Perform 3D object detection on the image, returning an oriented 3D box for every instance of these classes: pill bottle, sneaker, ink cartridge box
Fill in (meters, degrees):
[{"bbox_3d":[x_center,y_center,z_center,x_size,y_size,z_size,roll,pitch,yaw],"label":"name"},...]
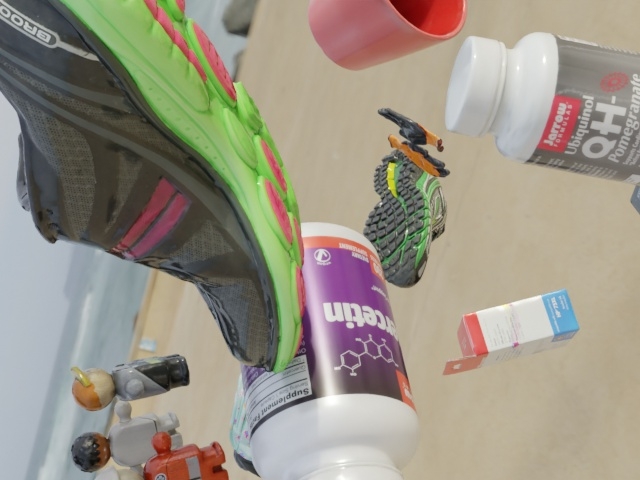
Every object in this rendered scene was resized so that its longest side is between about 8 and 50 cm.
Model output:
[{"bbox_3d":[0.338,-0.180,1.266,0.176,0.318,0.176,-170,90,-85],"label":"pill bottle"},{"bbox_3d":[0.004,0.150,1.033,0.181,0.181,0.323,118,149,-45],"label":"pill bottle"},{"bbox_3d":[-0.152,-0.061,0.831,0.185,0.202,0.483,-94,-21,-53],"label":"sneaker"},{"bbox_3d":[0.175,-0.035,1.689,0.134,0.146,0.344,-29,28,31],"label":"sneaker"},{"bbox_3d":[0.317,0.163,1.637,0.134,0.231,0.078,80,175,-71],"label":"ink cartridge box"}]

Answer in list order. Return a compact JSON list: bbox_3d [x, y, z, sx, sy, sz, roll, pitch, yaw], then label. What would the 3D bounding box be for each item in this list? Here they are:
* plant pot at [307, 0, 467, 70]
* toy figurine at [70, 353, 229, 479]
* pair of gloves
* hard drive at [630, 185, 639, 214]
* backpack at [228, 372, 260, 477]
[{"bbox_3d":[0.121,-0.486,1.932,0.243,0.275,0.275,-23,51,47],"label":"plant pot"},{"bbox_3d":[-0.209,0.253,1.074,0.213,0.148,0.210,105,145,-47],"label":"toy figurine"},{"bbox_3d":[0.087,-0.091,0.882,0.010,0.074,0.083,-49,-28,-11],"label":"pair of gloves"},{"bbox_3d":[0.546,-0.072,1.523,0.135,0.022,0.094,-94,15,-62],"label":"hard drive"},{"bbox_3d":[-0.094,0.299,1.637,0.152,0.115,0.182,-67,-10,-70],"label":"backpack"}]
